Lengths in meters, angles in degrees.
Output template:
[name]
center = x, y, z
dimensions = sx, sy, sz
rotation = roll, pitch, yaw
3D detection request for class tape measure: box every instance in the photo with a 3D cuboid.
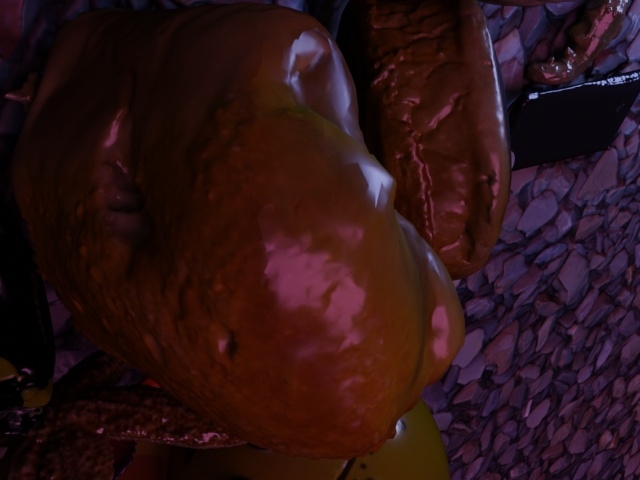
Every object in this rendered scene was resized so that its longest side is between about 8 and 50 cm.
[tape measure]
center = -0.297, 0.077, 0.686
dimensions = 0.112, 0.199, 0.186
rotation = -11, 165, -12

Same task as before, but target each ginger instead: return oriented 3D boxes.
[ginger]
center = 0.360, -0.271, 1.074
dimensions = 0.173, 0.051, 0.069
rotation = -50, 132, -3

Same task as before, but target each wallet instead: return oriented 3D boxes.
[wallet]
center = 0.359, -0.170, 1.136
dimensions = 0.285, 0.030, 0.146
rotation = -15, 141, -32

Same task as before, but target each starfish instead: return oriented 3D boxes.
[starfish]
center = -0.242, 0.193, 0.756
dimensions = 0.375, 0.326, 0.094
rotation = -56, 143, -45

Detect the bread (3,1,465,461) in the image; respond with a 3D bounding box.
[bread]
center = -0.079, 0.002, 0.637
dimensions = 0.250, 0.394, 0.361
rotation = -41, 124, -20

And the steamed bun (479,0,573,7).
[steamed bun]
center = 0.155, -0.311, 0.654
dimensions = 0.319, 0.275, 0.206
rotation = 16, 138, -13

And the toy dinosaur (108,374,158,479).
[toy dinosaur]
center = -0.276, 0.253, 0.851
dimensions = 0.286, 0.139, 0.070
rotation = -43, 134, -7

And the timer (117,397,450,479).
[timer]
center = -0.052, 0.265, 0.930
dimensions = 0.386, 0.376, 0.376
rotation = 34, 95, -2

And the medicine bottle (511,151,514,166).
[medicine bottle]
center = 0.213, -0.116, 1.035
dimensions = 0.047, 0.083, 0.047
rotation = -21, 128, -29

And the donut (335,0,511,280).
[donut]
center = 0.089, -0.096, 0.810
dimensions = 0.159, 0.330, 0.330
rotation = -14, 127, -7
